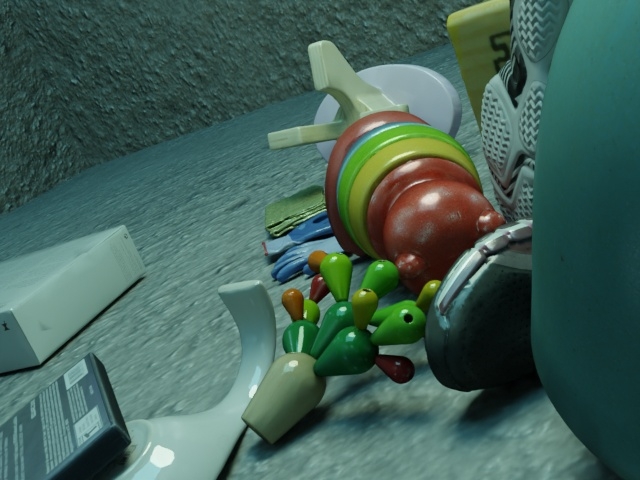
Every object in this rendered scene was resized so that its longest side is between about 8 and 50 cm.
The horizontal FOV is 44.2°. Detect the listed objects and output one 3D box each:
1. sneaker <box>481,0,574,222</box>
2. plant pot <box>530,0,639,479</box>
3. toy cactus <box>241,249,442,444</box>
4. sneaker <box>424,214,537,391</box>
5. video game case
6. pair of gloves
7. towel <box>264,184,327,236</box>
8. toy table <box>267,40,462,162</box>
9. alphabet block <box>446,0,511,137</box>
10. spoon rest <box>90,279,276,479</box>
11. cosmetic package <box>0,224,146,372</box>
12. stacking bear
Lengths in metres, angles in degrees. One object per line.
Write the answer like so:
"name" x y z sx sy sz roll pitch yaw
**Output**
"sneaker" 0.254 -0.162 0.652 0.210 0.366 0.137 -9 26 -7
"plant pot" 0.239 -0.045 0.370 0.292 0.235 0.293 -11 35 8
"toy cactus" 0.009 0.094 0.661 0.180 0.112 0.219 -49 27 -18
"sneaker" 0.217 0.028 0.550 0.281 0.107 0.162 -29 21 -24
"video game case" -0.279 0.212 0.634 0.274 0.026 0.196 -41 20 -11
"pair of gloves" 0.000 0.000 1.061 0.159 0.023 0.198 -22 17 -5
"towel" -0.038 -0.047 1.250 0.110 0.027 0.148 -23 17 0
"toy table" 0.059 -0.173 1.201 0.274 0.252 0.160 -22 -4 41
"alphabet block" 0.289 -0.198 0.853 0.192 0.194 0.197 -28 15 -31
"spoon rest" -0.111 0.153 0.655 0.137 0.084 0.276 -10 33 39
"cosmetic package" -0.501 0.111 1.225 0.377 0.098 0.284 -14 16 26
"stacking bear" 0.101 -0.031 0.809 0.175 0.164 0.289 -22 21 0
